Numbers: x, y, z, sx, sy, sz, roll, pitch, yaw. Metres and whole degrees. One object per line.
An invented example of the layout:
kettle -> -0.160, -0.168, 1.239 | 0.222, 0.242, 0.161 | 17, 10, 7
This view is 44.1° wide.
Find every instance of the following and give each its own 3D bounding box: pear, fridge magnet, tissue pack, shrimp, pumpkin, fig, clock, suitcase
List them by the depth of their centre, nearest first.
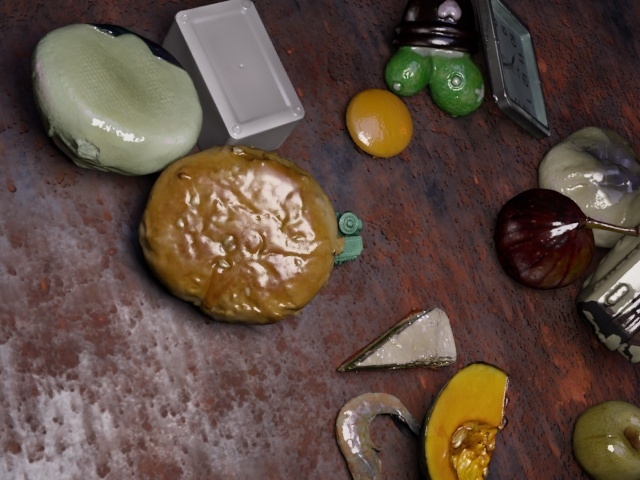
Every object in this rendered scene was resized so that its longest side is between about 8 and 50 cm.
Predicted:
pumpkin -> 0.209, 0.361, 1.339 | 0.169, 0.148, 0.312 | 13, 74, -24
shrimp -> 0.111, 0.369, 1.358 | 0.152, 0.046, 0.219 | -12, 78, -24
tissue pack -> -0.159, -0.276, 1.392 | 0.159, 0.136, 0.246 | -22, 84, -28
pear -> 0.560, 0.386, 1.502 | 0.167, 0.136, 0.167 | 7, 69, -19
fig -> 0.445, -0.013, 1.514 | 0.186, 0.249, 0.204 | -22, 80, -15
suitcase -> 0.651, 0.064, 1.537 | 0.351, 0.339, 0.194 | -45, 79, 10
fridge magnet -> 0.113, -0.227, 1.539 | 0.143, 0.063, 0.143 | 6, 73, -21
clock -> 0.398, -0.367, 1.659 | 0.279, 0.049, 0.273 | 16, 63, -54

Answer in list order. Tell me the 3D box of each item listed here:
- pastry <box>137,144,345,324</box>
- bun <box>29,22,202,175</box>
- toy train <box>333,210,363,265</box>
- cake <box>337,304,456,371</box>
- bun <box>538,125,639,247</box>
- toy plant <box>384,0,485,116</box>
pastry -> -0.126, -0.009, 1.280 | 0.315, 0.184, 0.284 | 21, 92, -5
bun -> -0.337, -0.209, 1.279 | 0.283, 0.179, 0.283 | 22, 47, -25
toy train -> 0.000, 0.000, 1.411 | 0.172, 0.070, 0.099 | -7, 94, -25
cake -> 0.138, 0.172, 1.408 | 0.220, 0.086, 0.117 | 3, 73, -23
bun -> 0.597, -0.120, 1.666 | 0.273, 0.168, 0.273 | 10, 62, -19
toy plant -> 0.237, -0.373, 1.595 | 0.218, 0.175, 0.235 | 4, 99, -16
